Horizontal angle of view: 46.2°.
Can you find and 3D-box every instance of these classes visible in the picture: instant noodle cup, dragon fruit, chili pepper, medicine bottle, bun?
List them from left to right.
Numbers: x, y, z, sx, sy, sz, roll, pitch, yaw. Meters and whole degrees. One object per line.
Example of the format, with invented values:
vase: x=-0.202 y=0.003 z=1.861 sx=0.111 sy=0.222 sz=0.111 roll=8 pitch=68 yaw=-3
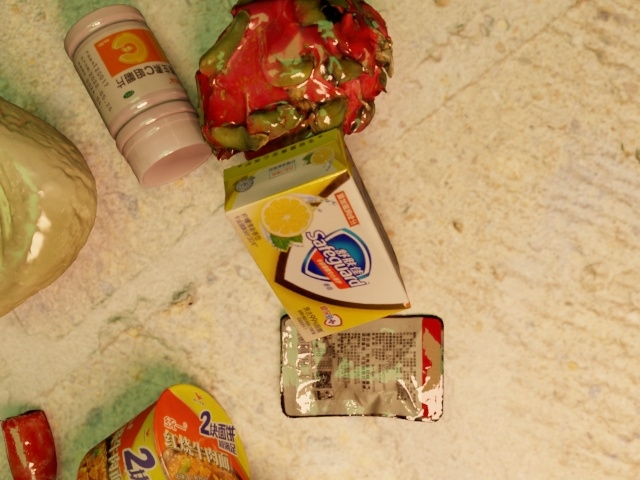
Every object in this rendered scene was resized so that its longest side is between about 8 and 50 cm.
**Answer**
bun: x=-0.496 y=-0.054 z=1.115 sx=0.353 sy=0.227 sz=0.348 roll=-17 pitch=84 yaw=13
chili pepper: x=-0.449 y=0.328 z=1.165 sx=0.070 sy=0.073 sz=0.123 roll=-12 pitch=87 yaw=-22
medicine bottle: x=-0.272 y=-0.215 z=1.125 sx=0.133 sy=0.133 sz=0.249 roll=-30 pitch=81 yaw=9
instant noodle cup: x=-0.226 y=0.333 z=1.056 sx=0.174 sy=0.213 sz=0.213 roll=-31 pitch=81 yaw=16
dragon fruit: x=-0.043 y=-0.218 z=1.027 sx=0.303 sy=0.231 sz=0.237 roll=-32 pitch=86 yaw=13

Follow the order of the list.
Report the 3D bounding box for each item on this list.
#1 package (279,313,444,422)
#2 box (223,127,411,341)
package: x=0.058 y=0.184 z=1.084 sx=0.239 sy=0.030 sz=0.154 roll=-1 pitch=86 yaw=12
box: x=0.000 y=0.000 z=0.993 sx=0.168 sy=0.265 sz=0.097 roll=-18 pitch=40 yaw=10
